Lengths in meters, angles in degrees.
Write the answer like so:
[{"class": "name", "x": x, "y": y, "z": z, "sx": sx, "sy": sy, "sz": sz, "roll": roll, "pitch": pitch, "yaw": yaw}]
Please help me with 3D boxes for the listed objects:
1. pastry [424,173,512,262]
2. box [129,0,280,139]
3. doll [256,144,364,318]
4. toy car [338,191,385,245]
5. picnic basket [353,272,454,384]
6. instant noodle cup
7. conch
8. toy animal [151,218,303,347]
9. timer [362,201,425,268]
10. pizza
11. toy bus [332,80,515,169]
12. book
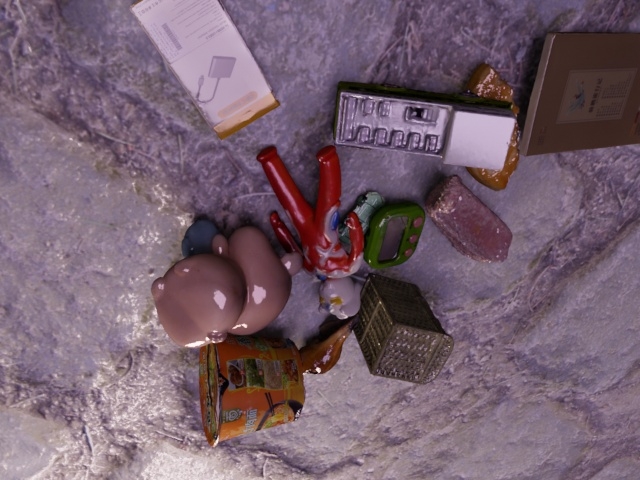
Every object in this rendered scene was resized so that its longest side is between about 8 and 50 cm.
[{"class": "pastry", "x": 0.284, "y": -0.042, "z": 1.036, "sx": 0.265, "sy": 0.112, "sz": 0.103, "roll": 40, "pitch": 78, "yaw": -41}, {"class": "box", "x": -0.181, "y": -0.298, "z": 0.847, "sx": 0.129, "sy": 0.033, "sz": 0.247, "roll": -29, "pitch": 120, "yaw": 4}, {"class": "doll", "x": 0.000, "y": 0.000, "z": 0.993, "sx": 0.188, "sy": 0.099, "sz": 0.384, "roll": 3, "pitch": 128, "yaw": 32}, {"class": "toy car", "x": 0.078, "y": -0.045, "z": 1.035, "sx": 0.059, "sy": 0.035, "sz": 0.122, "roll": 32, "pitch": 100, "yaw": -25}, {"class": "picnic basket", "x": 0.169, "y": 0.182, "z": 1.086, "sx": 0.154, "sy": 0.196, "sz": 0.134, "roll": 13, "pitch": 112, "yaw": -17}, {"class": "instant noodle cup", "x": -0.145, "y": 0.297, "z": 1.080, "sx": 0.182, "sy": 0.230, "sz": 0.230, "roll": 1, "pitch": 118, "yaw": -22}, {"class": "conch", "x": 0.017, "y": 0.235, "z": 1.144, "sx": 0.080, "sy": 0.086, "sz": 0.232, "roll": 38, "pitch": 107, "yaw": -26}, {"class": "toy animal", "x": -0.168, "y": 0.088, "z": 0.937, "sx": 0.229, "sy": 0.221, "sz": 0.210, "roll": 39, "pitch": 122, "yaw": -18}, {"class": "timer", "x": 0.145, "y": -0.012, "z": 1.040, "sx": 0.128, "sy": 0.047, "sz": 0.140, "roll": -9, "pitch": 126, "yaw": -32}, {"class": "pizza", "x": 0.312, "y": -0.206, "z": 0.981, "sx": 0.127, "sy": 0.058, "sz": 0.246, "roll": -26, "pitch": 118, "yaw": 4}, {"class": "toy bus", "x": 0.170, "y": -0.197, "z": 0.884, "sx": 0.301, "sy": 0.139, "sz": 0.113, "roll": 8, "pitch": 117, "yaw": 5}, {"class": "book", "x": 0.521, "y": -0.274, "z": 0.973, "sx": 0.310, "sy": 0.021, "sz": 0.217, "roll": -8, "pitch": 120, "yaw": -20}]
